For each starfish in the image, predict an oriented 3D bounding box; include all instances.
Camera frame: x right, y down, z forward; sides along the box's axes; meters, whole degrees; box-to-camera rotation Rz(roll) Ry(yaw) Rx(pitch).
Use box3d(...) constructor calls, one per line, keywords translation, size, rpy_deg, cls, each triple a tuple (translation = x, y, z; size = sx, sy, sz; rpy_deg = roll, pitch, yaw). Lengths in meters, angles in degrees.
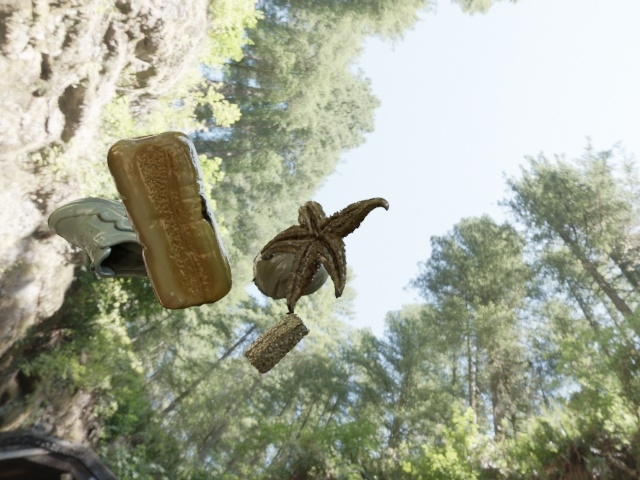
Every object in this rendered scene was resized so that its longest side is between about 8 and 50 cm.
box3d(translation=(0.001, 0.001, 0.605), size=(0.240, 0.228, 0.043), rpy_deg=(-29, -47, 28), cls="starfish")

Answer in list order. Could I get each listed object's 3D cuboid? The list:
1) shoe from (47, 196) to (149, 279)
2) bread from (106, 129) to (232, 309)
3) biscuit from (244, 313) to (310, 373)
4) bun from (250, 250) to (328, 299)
box3d(translation=(-0.501, 0.003, 0.954), size=(0.341, 0.211, 0.132), rpy_deg=(12, -63, -3), cls="shoe")
box3d(translation=(-0.253, -0.032, 0.691), size=(0.141, 0.091, 0.306), rpy_deg=(-17, -81, -16), cls="bread")
box3d(translation=(-0.104, 0.251, 0.986), size=(0.082, 0.168, 0.070), rpy_deg=(31, -25, 49), cls="biscuit")
box3d(translation=(-0.063, 0.044, 0.856), size=(0.166, 0.173, 0.114), rpy_deg=(14, -53, 12), cls="bun")
